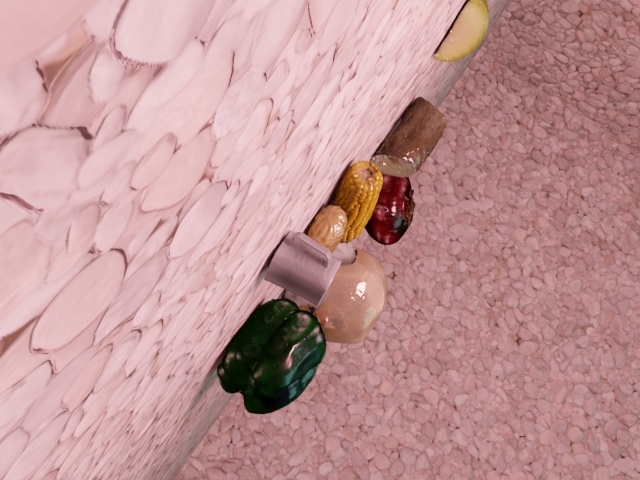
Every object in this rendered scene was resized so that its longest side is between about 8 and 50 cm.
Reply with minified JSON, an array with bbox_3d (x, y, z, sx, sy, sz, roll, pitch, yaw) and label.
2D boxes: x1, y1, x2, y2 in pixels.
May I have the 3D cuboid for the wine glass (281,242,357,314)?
[{"bbox_3d":[-0.012,0.120,1.861,0.321,0.143,0.143,-59,174,37],"label":"wine glass"}]

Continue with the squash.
[{"bbox_3d":[0.390,-0.548,1.504,0.184,0.085,0.192,-49,174,-47],"label":"squash"}]

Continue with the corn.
[{"bbox_3d":[0.081,-0.085,1.454,0.115,0.115,0.318,-53,174,-25],"label":"corn"}]

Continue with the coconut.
[{"bbox_3d":[0.073,0.201,2.131,0.346,0.346,0.360,-57,-178,25],"label":"coconut"}]

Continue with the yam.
[{"bbox_3d":[0.276,-0.303,1.771,0.254,0.154,0.154,-52,175,-10],"label":"yam"}]

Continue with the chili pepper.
[{"bbox_3d":[-0.125,0.296,1.489,0.256,0.233,0.249,-40,151,-42],"label":"chili pepper"}]

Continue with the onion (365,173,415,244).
[{"bbox_3d":[0.246,-0.141,2.243,0.314,0.232,0.314,11,90,-79],"label":"onion"}]

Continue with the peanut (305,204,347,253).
[{"bbox_3d":[0.000,0.000,1.409,0.194,0.083,0.093,-58,-171,25],"label":"peanut"}]

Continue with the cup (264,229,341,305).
[{"bbox_3d":[-0.032,0.044,1.151,0.095,0.129,0.128,-60,178,-47],"label":"cup"}]
